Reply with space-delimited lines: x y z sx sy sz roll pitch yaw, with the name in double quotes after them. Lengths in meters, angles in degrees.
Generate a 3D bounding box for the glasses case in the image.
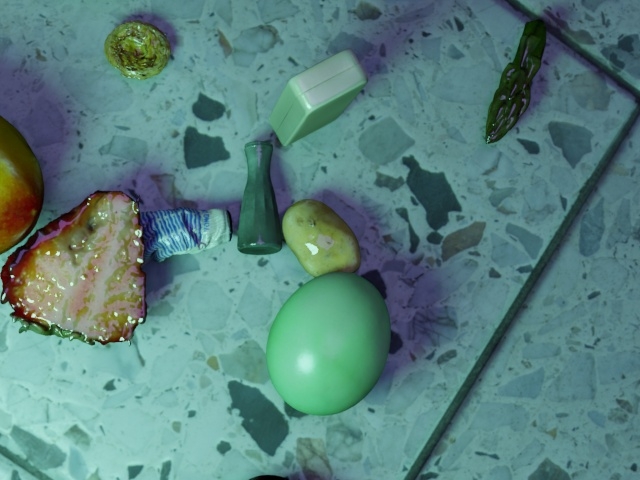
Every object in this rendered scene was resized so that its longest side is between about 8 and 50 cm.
-0.010 -0.258 1.702 0.131 0.313 0.070 -30 90 -11 "glasses case"

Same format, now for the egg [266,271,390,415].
0.016 0.186 1.686 0.220 0.220 0.270 20 78 -5 "egg"

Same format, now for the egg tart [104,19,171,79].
-0.357 -0.369 1.805 0.128 0.049 0.129 2 75 -9 "egg tart"

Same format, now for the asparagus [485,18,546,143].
0.403 -0.318 1.895 0.080 0.080 0.287 27 76 -3 "asparagus"

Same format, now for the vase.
-0.119 -0.084 1.783 0.086 0.086 0.214 0 77 -8 "vase"

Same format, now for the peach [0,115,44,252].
-0.625 -0.087 1.590 0.289 0.289 0.308 -31 61 -11 "peach"

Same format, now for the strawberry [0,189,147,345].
-0.449 0.051 1.676 0.253 0.150 0.280 0 88 -15 "strawberry"

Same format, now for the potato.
0.000 0.000 1.770 0.118 0.109 0.178 -41 84 9 "potato"

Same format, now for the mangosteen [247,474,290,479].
-0.105 0.514 1.639 0.209 0.210 0.210 1 81 -8 "mangosteen"

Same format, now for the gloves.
-0.280 -0.018 1.748 0.229 0.097 0.119 -14 51 -3 "gloves"
